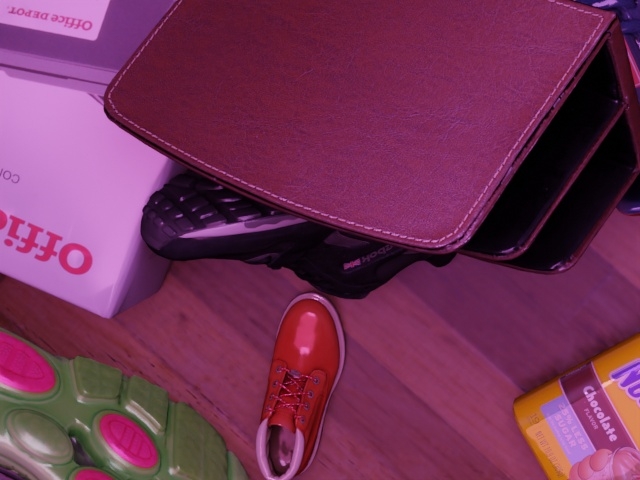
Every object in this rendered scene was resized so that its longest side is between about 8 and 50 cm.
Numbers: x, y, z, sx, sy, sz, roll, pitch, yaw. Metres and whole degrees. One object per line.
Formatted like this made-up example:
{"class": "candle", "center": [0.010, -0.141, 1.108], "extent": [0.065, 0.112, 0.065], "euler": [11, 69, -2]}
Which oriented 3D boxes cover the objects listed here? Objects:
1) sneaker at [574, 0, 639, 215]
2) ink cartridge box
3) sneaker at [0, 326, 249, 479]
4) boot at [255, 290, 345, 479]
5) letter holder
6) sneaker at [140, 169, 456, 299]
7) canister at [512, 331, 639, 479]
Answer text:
{"class": "sneaker", "center": [0.191, -0.163, 1.285], "extent": [0.131, 0.148, 0.350], "euler": [-24, 126, 13]}
{"class": "ink cartridge box", "center": [-0.202, -0.175, 1.411], "extent": [0.286, 0.166, 0.394], "euler": [23, 100, 6]}
{"class": "sneaker", "center": [-0.247, 0.193, 1.480], "extent": [0.483, 0.185, 0.202], "euler": [34, 138, -4]}
{"class": "boot", "center": [-0.018, 0.122, 1.460], "extent": [0.059, 0.084, 0.157], "euler": [9, 96, 9]}
{"class": "letter holder", "center": [0.033, -0.072, 1.223], "extent": [0.302, 0.152, 0.214], "euler": [23, 66, 32]}
{"class": "sneaker", "center": [0.000, 0.000, 1.374], "extent": [0.283, 0.107, 0.124], "euler": [-13, 119, -27]}
{"class": "canister", "center": [0.254, 0.140, 1.426], "extent": [0.170, 0.073, 0.126], "euler": [-30, 91, 12]}
